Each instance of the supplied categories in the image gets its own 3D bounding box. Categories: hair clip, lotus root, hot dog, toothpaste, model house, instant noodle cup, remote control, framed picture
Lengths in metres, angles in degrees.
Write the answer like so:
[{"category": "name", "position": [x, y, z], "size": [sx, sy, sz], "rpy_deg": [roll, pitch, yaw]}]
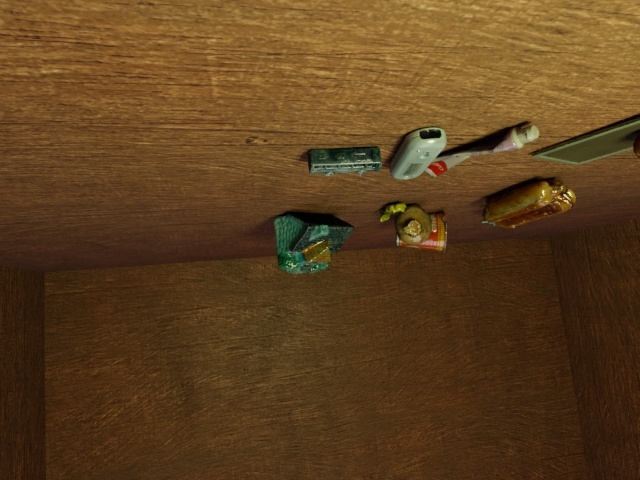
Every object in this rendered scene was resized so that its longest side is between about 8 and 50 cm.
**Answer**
[{"category": "hair clip", "position": [0.274, -0.114, 1.564], "size": [0.072, 0.046, 0.173], "rpy_deg": [-14, 175, -11]}, {"category": "lotus root", "position": [0.358, -0.066, 1.599], "size": [0.139, 0.155, 0.257], "rpy_deg": [-10, -169, 3]}, {"category": "hot dog", "position": [0.727, -0.136, 1.462], "size": [0.158, 0.117, 0.349], "rpy_deg": [16, 166, -11]}, {"category": "toothpaste", "position": [0.353, -0.203, 0.953], "size": [0.075, 0.048, 0.300], "rpy_deg": [-6, 176, -34]}, {"category": "model house", "position": [0.000, 0.000, 1.548], "size": [0.261, 0.226, 0.241], "rpy_deg": [-2, 171, -41]}, {"category": "instant noodle cup", "position": [0.443, -0.040, 1.829], "size": [0.211, 0.193, 0.193], "rpy_deg": [1, 174, 9]}, {"category": "remote control", "position": [0.216, -0.190, 0.934], "size": [0.086, 0.048, 0.244], "rpy_deg": [-2, 171, -2]}, {"category": "framed picture", "position": [0.714, -0.245, 0.995], "size": [0.232, 0.019, 0.296], "rpy_deg": [0, 172, -32]}]

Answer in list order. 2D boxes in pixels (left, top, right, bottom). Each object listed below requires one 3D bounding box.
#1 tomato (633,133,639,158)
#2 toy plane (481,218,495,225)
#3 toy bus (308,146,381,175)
[{"category": "tomato", "position": [0.748, -0.210, 0.909], "size": [0.087, 0.075, 0.087], "rpy_deg": [-2, 176, 0]}, {"category": "toy plane", "position": [0.878, -0.116, 1.770], "size": [0.315, 0.103, 0.204], "rpy_deg": [-11, 170, 39]}, {"category": "toy bus", "position": [0.056, -0.177, 0.914], "size": [0.165, 0.047, 0.065], "rpy_deg": [-4, 169, -7]}]
